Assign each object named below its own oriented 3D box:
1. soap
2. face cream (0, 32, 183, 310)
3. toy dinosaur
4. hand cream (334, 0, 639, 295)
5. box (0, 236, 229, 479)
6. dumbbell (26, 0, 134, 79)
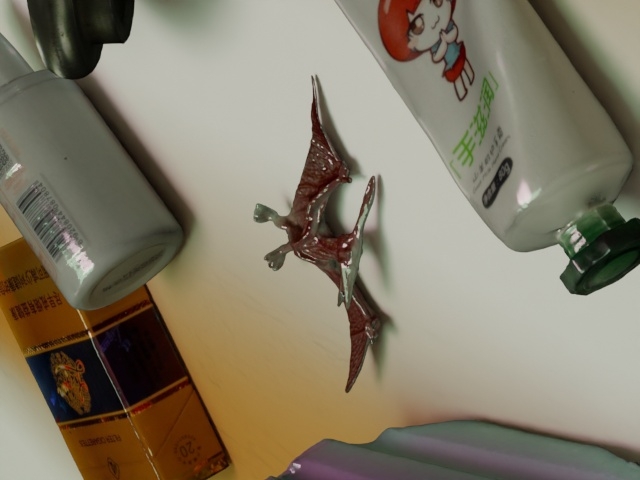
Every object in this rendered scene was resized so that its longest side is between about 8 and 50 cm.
[{"bbox_3d":[0.083,0.194,0.964,0.324,0.193,0.109,3,118,53],"label":"soap"},{"bbox_3d":[-0.209,-0.073,1.266,0.251,0.101,0.101,54,148,14],"label":"face cream"},{"bbox_3d":[0.001,-0.001,1.085,0.108,0.032,0.220,20,128,51],"label":"toy dinosaur"},{"bbox_3d":[0.059,-0.118,0.892,0.336,0.076,0.121,57,147,21],"label":"hand cream"},{"bbox_3d":[-0.181,0.098,1.389,0.152,0.070,0.237,-19,99,58],"label":"box"},{"bbox_3d":[-0.228,-0.193,1.064,0.192,0.290,0.192,-2,-90,-87],"label":"dumbbell"}]
